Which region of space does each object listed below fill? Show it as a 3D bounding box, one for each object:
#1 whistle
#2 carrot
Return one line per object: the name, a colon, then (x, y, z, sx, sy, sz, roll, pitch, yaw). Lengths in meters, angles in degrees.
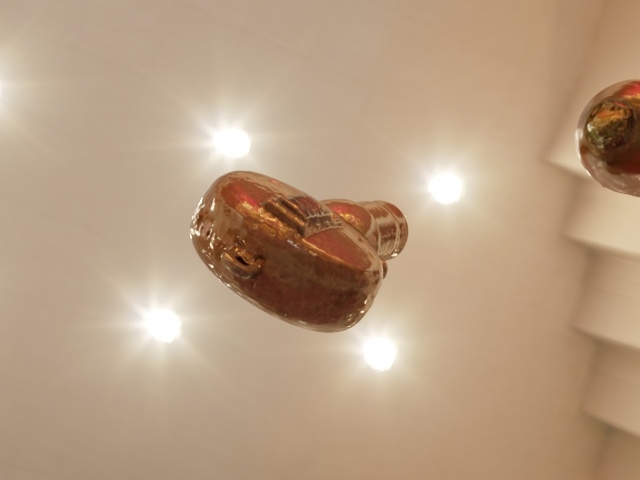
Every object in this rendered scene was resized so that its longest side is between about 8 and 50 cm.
whistle: (0.000, 0.000, 0.865, 0.057, 0.107, 0.220, -58, -17, 15)
carrot: (0.204, -0.052, 0.846, 0.271, 0.066, 0.062, -5, -94, -58)
